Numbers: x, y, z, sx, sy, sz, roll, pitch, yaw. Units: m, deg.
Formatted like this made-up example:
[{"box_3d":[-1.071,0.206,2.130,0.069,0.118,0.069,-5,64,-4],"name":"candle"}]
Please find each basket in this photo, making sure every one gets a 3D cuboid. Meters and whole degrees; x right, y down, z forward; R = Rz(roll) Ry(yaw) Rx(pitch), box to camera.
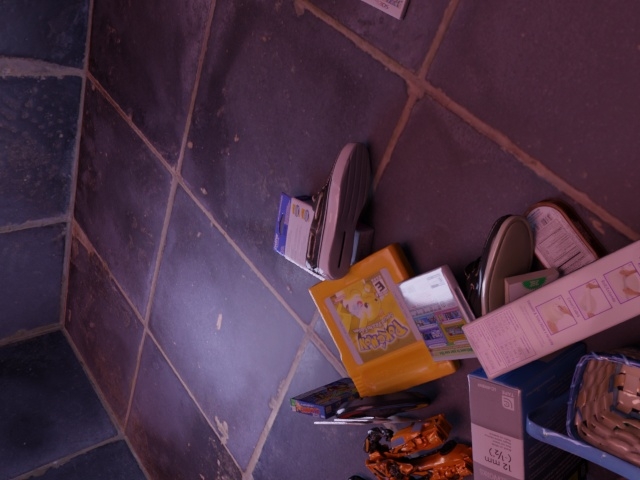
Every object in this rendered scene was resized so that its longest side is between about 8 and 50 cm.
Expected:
[{"box_3d":[0.505,0.289,0.941,0.254,0.288,0.201,18,109,48],"name":"basket"}]

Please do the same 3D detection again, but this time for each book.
[{"box_3d":[0.400,0.124,1.137,0.035,0.096,0.144,-101,-2,-59],"name":"book"}]

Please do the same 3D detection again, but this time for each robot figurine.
[{"box_3d":[0.226,0.521,1.438,0.211,0.085,0.291,47,130,-5],"name":"robot figurine"}]

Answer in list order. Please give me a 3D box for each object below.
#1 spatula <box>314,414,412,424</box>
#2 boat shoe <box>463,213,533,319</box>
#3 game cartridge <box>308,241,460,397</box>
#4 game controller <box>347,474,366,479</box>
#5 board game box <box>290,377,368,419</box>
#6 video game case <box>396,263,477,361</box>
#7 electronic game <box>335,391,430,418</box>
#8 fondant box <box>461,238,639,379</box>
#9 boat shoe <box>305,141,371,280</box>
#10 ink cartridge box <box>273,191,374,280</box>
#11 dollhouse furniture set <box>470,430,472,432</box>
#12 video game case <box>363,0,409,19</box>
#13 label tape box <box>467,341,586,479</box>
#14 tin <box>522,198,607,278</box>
[{"box_3d":[0.106,0.467,1.549,0.242,0.168,0.019,-24,68,53],"name":"spatula"},{"box_3d":[0.335,0.089,1.194,0.113,0.127,0.340,38,144,48],"name":"boat shoe"},{"box_3d":[0.143,0.206,1.447,0.285,0.052,0.324,-31,81,36],"name":"game cartridge"},{"box_3d":[0.131,0.828,1.710,0.166,0.067,0.319,15,114,30],"name":"game controller"},{"box_3d":[0.041,0.408,1.566,0.136,0.201,0.035,-4,94,49],"name":"board game box"},{"box_3d":[0.252,0.157,1.256,0.193,0.023,0.212,64,158,5],"name":"video game case"},{"box_3d":[0.148,0.399,1.428,0.229,0.229,0.048,-32,59,48],"name":"electronic game"},{"box_3d":[0.412,0.094,0.945,0.330,0.238,0.096,-33,75,23],"name":"fondant box"},{"box_3d":[0.026,-0.076,1.438,0.119,0.121,0.336,12,86,41],"name":"boat shoe"},{"box_3d":[0.000,0.000,1.598,0.311,0.065,0.186,27,119,37],"name":"ink cartridge box"},{"box_3d":[0.397,0.416,1.305,0.076,0.058,0.152,54,155,13],"name":"dollhouse furniture set"},{"box_3d":[0.149,-0.579,1.291,0.143,0.019,0.157,42,129,33],"name":"video game case"},{"box_3d":[0.395,0.382,1.123,0.115,0.249,0.348,9,107,46],"name":"label tape box"},{"box_3d":[0.450,0.010,1.116,0.190,0.040,0.106,58,141,19],"name":"tin"}]
